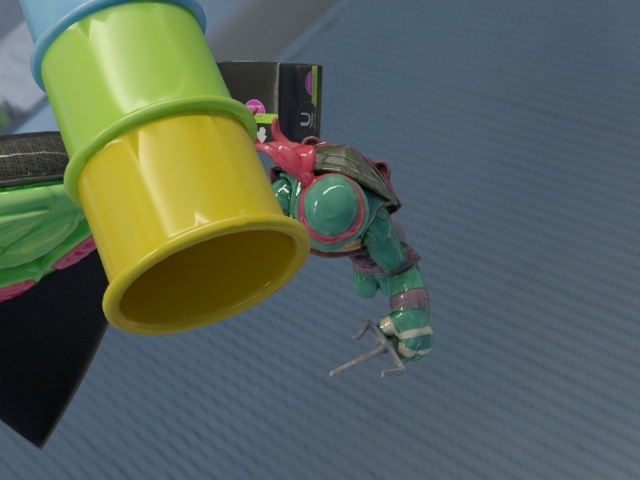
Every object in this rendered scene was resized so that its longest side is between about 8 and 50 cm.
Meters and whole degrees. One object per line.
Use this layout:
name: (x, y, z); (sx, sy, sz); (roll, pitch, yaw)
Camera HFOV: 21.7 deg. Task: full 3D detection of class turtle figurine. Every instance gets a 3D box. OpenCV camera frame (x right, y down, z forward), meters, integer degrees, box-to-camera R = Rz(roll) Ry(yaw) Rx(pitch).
turtle figurine: (0.000, 0.000, 0.976); (0.118, 0.175, 0.234); (-59, -2, 1)

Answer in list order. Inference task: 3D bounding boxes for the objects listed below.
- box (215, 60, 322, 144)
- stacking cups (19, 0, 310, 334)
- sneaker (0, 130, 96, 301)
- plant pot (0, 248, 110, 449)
box: (-0.046, -0.098, 1.200); (0.083, 0.062, 0.052); (5, 7, 38)
stacking cups: (-0.104, -0.116, 0.769); (0.096, 0.096, 0.316); (-29, 68, 15)
sneaker: (-0.359, -0.062, 1.115); (0.483, 0.185, 0.202); (4, 82, 18)
plant pot: (-0.274, 0.031, 1.388); (0.167, 0.187, 0.188); (-50, 35, -9)
